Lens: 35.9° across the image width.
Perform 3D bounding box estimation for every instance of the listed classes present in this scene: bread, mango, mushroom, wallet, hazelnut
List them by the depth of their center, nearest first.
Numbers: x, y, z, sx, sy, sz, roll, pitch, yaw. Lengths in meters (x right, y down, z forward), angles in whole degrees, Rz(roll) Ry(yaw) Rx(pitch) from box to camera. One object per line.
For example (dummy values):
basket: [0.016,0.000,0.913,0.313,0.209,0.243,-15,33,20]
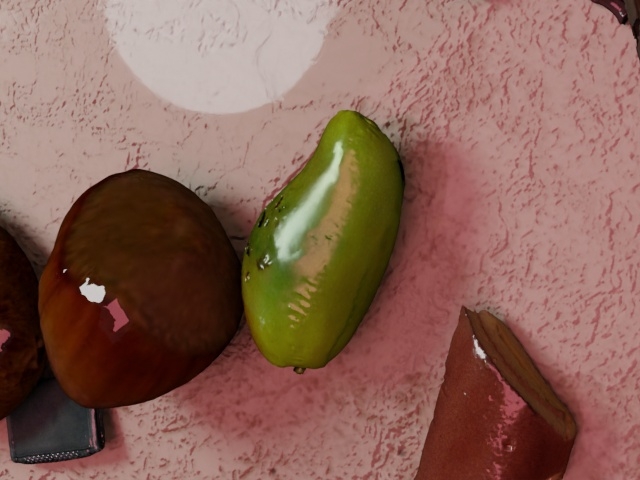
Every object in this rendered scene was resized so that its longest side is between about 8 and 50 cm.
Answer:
bread: [0.146,0.160,0.818,0.119,0.067,0.192,16,102,23]
mango: [0.000,0.000,0.849,0.125,0.111,0.233,19,105,16]
hazelnut: [-0.161,0.050,0.904,0.186,0.210,0.210,-11,90,3]
mushroom: [-0.430,0.070,1.020,0.267,0.254,0.267,-13,73,51]
wallet: [-0.279,0.189,1.046,0.129,0.026,0.088,-13,78,28]

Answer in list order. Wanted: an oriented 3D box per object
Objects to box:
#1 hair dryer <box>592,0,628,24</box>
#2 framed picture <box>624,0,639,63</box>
hair dryer: [0.179,-0.218,0.779,0.154,0.054,0.106,35,113,14]
framed picture: [0.340,-0.217,0.667,0.281,0.019,0.209,-11,116,25]
